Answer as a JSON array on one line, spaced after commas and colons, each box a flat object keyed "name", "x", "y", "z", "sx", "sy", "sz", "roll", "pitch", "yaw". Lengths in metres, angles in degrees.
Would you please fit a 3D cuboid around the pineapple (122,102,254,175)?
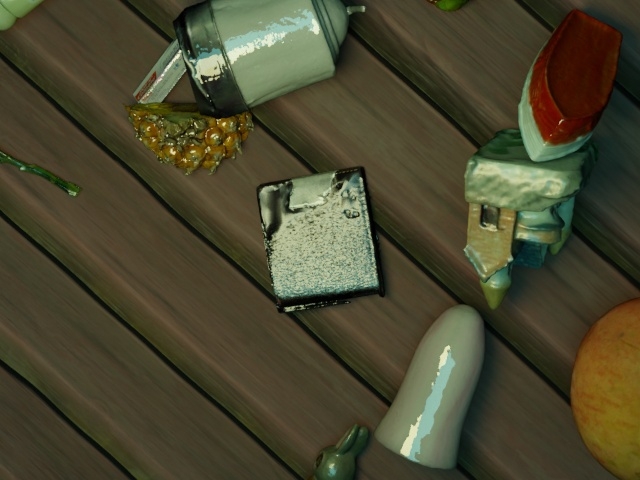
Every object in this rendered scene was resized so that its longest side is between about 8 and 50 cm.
[{"name": "pineapple", "x": -0.249, "y": -0.183, "z": 1.935, "sx": 0.250, "sy": 0.164, "sz": 0.139, "roll": 0, "pitch": 109, "yaw": -12}]

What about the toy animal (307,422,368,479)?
[{"name": "toy animal", "x": 0.030, "y": 0.483, "z": 2.038, "sx": 0.125, "sy": 0.127, "sz": 0.251, "roll": 15, "pitch": 86, "yaw": 18}]

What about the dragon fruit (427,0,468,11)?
[{"name": "dragon fruit", "x": 0.254, "y": -0.554, "z": 1.825, "sx": 0.295, "sy": 0.130, "sz": 0.268, "roll": 27, "pitch": 101, "yaw": 3}]

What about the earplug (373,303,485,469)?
[{"name": "earplug", "x": 0.231, "y": 0.265, "z": 1.946, "sx": 0.172, "sy": 0.172, "sz": 0.301, "roll": 20, "pitch": 95, "yaw": 5}]

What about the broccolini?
[{"name": "broccolini", "x": -0.608, "y": -0.147, "z": 2.053, "sx": 0.254, "sy": 0.057, "sz": 0.071, "roll": 26, "pitch": 144, "yaw": 7}]

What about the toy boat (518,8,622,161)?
[{"name": "toy boat", "x": 0.425, "y": -0.256, "z": 1.774, "sx": 0.145, "sy": 0.331, "sz": 0.133, "roll": 28, "pitch": 140, "yaw": 1}]

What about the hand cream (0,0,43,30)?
[{"name": "hand cream", "x": -0.543, "y": -0.533, "z": 1.965, "sx": 0.306, "sy": 0.093, "sz": 0.147, "roll": -39, "pitch": 86, "yaw": 10}]

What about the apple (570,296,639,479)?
[{"name": "apple", "x": 0.626, "y": 0.282, "z": 1.800, "sx": 0.364, "sy": 0.364, "sz": 0.363, "roll": 1, "pitch": 99, "yaw": 8}]

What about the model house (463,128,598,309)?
[{"name": "model house", "x": 0.371, "y": -0.014, "z": 1.838, "sx": 0.194, "sy": 0.267, "sz": 0.324, "roll": 12, "pitch": 113, "yaw": 19}]

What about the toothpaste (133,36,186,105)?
[{"name": "toothpaste", "x": -0.288, "y": -0.341, "z": 1.975, "sx": 0.040, "sy": 0.047, "sz": 0.196, "roll": 29, "pitch": 106, "yaw": -41}]

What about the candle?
[{"name": "candle", "x": -0.090, "y": -0.366, "z": 1.856, "sx": 0.343, "sy": 0.221, "sz": 0.221, "roll": -19, "pitch": 95, "yaw": 1}]

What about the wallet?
[{"name": "wallet", "x": 0.000, "y": 0.000, "z": 1.982, "sx": 0.221, "sy": 0.071, "sz": 0.262, "roll": -9, "pitch": 90, "yaw": 10}]
